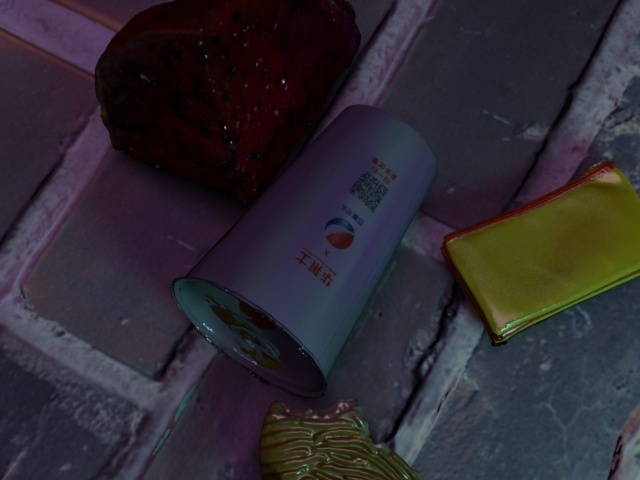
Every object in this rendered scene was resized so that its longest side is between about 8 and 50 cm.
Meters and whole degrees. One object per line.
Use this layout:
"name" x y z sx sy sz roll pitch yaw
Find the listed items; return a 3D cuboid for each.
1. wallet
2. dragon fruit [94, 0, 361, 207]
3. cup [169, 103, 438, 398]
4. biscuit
"wallet" 0.265 0.013 1.211 0.241 0.067 0.141 -23 65 -12
"dragon fruit" -0.080 -0.176 1.229 0.330 0.302 0.240 -27 103 -39
"cup" 0.000 0.000 1.165 0.203 0.203 0.288 31 67 12
"biscuit" 0.045 0.255 1.103 0.228 0.031 0.176 10 93 2
